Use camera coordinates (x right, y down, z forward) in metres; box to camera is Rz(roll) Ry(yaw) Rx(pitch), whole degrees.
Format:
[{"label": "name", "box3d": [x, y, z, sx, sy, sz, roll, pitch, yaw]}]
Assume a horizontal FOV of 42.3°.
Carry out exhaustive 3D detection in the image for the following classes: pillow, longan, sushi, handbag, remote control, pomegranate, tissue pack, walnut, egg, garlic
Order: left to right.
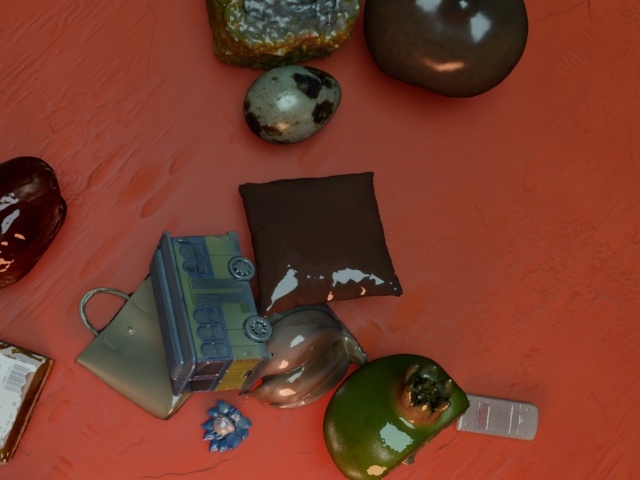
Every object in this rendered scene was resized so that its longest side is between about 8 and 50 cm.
[{"label": "tissue pack", "box3d": [-0.666, 0.314, 1.664, 0.183, 0.092, 0.226, 21, 81, -7]}, {"label": "walnut", "box3d": [-0.640, -0.046, 1.669, 0.269, 0.244, 0.221, -43, 130, -18]}, {"label": "handbag", "box3d": [-0.373, 0.207, 1.724, 0.315, 0.109, 0.241, 40, 77, 0]}, {"label": "sushi", "box3d": [-0.079, -0.580, 1.801, 0.352, 0.240, 0.396, -8, 86, -11]}, {"label": "egg", "box3d": [-0.058, -0.300, 1.806, 0.231, 0.169, 0.169, -23, 88, -24]}, {"label": "garlic", "box3d": [-0.056, 0.230, 1.774, 0.292, 0.210, 0.237, -15, 120, -16]}, {"label": "pillow", "box3d": [0.000, 0.000, 1.754, 0.308, 0.108, 0.305, -7, 67, -13]}, {"label": "pomegranate", "box3d": [0.148, 0.332, 1.685, 0.310, 0.358, 0.216, -26, 64, -28]}, {"label": "longan", "box3d": [0.271, -0.476, 1.802, 0.361, 0.361, 0.360, 1, 83, -10]}, {"label": "remote control", "box3d": [0.400, 0.399, 1.870, 0.190, 0.029, 0.087, 9, 82, -9]}]

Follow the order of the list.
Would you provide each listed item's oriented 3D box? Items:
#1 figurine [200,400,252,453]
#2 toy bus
[{"label": "figurine", "box3d": [-0.204, 0.400, 1.739, 0.114, 0.079, 0.114, -4, 64, 7]}, {"label": "toy bus", "box3d": [-0.225, 0.140, 1.653, 0.190, 0.152, 0.312, 0, 55, -27]}]
